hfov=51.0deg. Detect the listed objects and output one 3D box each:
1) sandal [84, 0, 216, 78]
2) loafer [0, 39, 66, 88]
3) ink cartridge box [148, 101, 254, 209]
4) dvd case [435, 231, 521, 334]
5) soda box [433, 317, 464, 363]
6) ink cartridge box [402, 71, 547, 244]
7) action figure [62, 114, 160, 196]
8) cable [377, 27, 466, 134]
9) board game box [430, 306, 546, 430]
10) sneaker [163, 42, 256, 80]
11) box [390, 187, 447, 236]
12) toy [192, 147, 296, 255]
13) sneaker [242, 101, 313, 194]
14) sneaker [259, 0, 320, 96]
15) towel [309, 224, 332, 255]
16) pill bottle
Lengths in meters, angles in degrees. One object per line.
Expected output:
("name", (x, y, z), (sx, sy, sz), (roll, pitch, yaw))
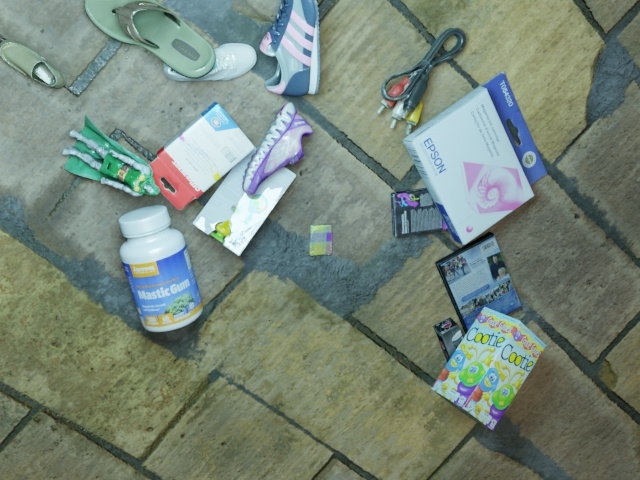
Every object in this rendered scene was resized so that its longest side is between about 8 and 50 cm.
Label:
("sandal", (-0.355, -0.455, 1.416), (0.303, 0.086, 0.120), (29, 83, 2))
("loafer", (-0.614, -0.376, 1.429), (0.148, 0.050, 0.056), (28, 98, -21))
("ink cartridge box", (-0.284, -0.195, 1.555), (0.231, 0.078, 0.134), (-40, 111, 0))
("dvd case", (0.442, 0.124, 1.872), (0.180, 0.022, 0.253), (-28, 112, -4))
("soda box", (0.379, 0.306, 1.895), (0.060, 0.053, 0.169), (-26, 112, -6))
("ink cartridge box", (0.418, -0.209, 1.720), (0.330, 0.071, 0.324), (-35, 113, -7))
("action figure", (-0.456, -0.163, 1.488), (0.232, 0.063, 0.137), (29, 110, 4))
("cable", (0.238, -0.411, 1.644), (0.139, 0.072, 0.287), (31, 87, -23))
("board game box", (0.458, 0.345, 1.825), (0.144, 0.142, 0.275), (39, 81, -28))
("sneaker", (-0.242, -0.389, 1.497), (0.212, 0.094, 0.080), (-14, 110, -9))
("box", (0.265, -0.079, 1.760), (0.162, 0.029, 0.116), (-9, 108, -13))
("toy", (-0.181, -0.095, 1.614), (0.137, 0.056, 0.237), (34, 80, 4))
("sneaker", (-0.096, -0.202, 1.569), (0.104, 0.095, 0.236), (33, 83, -15))
("sneaker", (-0.070, -0.463, 1.476), (0.131, 0.112, 0.319), (-6, 125, -7))
("towel", (0.000, 0.000, 1.726), (0.060, 0.009, 0.083), (-3, 107, -13))
("pill bottle", (-0.380, 0.063, 1.572), (0.152, 0.152, 0.272), (-16, 111, -9))
